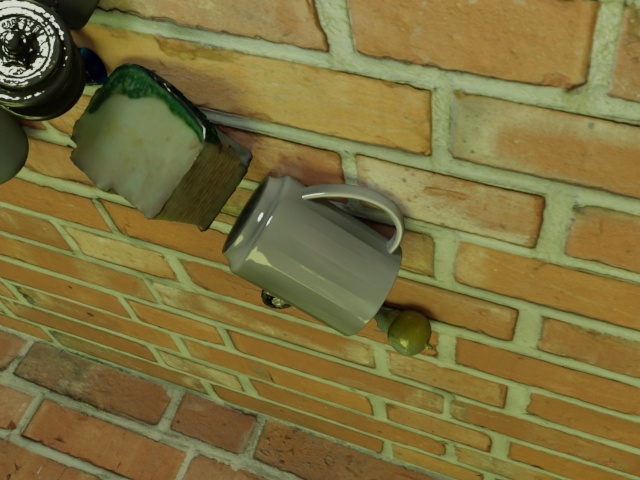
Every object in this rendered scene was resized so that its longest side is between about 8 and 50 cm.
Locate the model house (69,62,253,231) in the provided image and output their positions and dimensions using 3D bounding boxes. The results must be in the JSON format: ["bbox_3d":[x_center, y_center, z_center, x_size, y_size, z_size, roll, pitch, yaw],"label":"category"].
[{"bbox_3d":[-0.302,-0.172,1.588,0.298,0.243,0.284,40,-173,25],"label":"model house"}]

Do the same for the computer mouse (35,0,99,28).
[{"bbox_3d":[-0.442,-0.447,1.361,0.120,0.057,0.232,35,150,-20],"label":"computer mouse"}]

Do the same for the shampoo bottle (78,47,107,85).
[{"bbox_3d":[-0.523,-0.352,1.595,0.182,0.050,0.087,5,145,32],"label":"shampoo bottle"}]

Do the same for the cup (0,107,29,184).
[{"bbox_3d":[-0.825,-0.272,1.803,0.205,0.206,0.312,13,151,19],"label":"cup"}]

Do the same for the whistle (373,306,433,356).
[{"bbox_3d":[0.199,0.209,1.983,0.223,0.123,0.123,35,158,26],"label":"whistle"}]

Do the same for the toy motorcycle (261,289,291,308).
[{"bbox_3d":[-0.006,0.105,1.887,0.298,0.089,0.171,-3,143,8],"label":"toy motorcycle"}]

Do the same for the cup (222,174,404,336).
[{"bbox_3d":[0.000,0.000,1.644,0.326,0.237,0.323,32,120,-13],"label":"cup"}]

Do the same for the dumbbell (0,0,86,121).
[{"bbox_3d":[-0.532,-0.322,1.416,0.192,0.192,0.290,28,174,-8],"label":"dumbbell"}]
